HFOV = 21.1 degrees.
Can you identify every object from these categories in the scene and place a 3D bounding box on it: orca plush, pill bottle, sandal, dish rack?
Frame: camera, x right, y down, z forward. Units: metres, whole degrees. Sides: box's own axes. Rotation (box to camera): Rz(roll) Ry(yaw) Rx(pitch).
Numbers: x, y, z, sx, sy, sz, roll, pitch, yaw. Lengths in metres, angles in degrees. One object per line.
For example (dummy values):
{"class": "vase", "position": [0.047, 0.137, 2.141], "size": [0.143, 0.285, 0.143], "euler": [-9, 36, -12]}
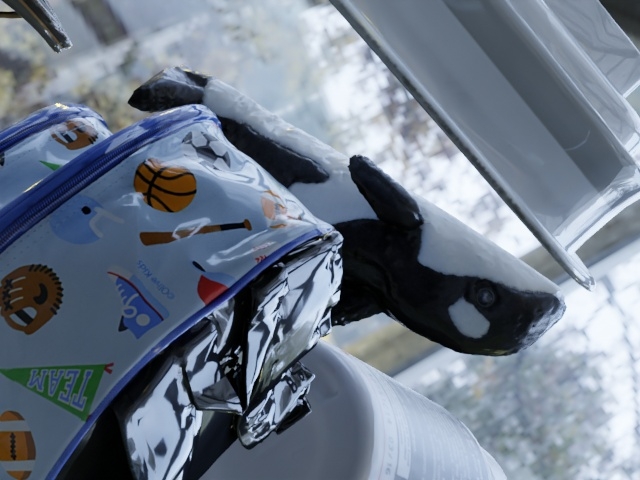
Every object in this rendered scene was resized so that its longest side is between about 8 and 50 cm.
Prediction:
{"class": "orca plush", "position": [0.000, 0.000, 1.027], "size": [0.287, 0.102, 0.151], "euler": [34, -4, 4]}
{"class": "pill bottle", "position": [0.027, 0.176, 1.225], "size": [0.161, 0.161, 0.283], "euler": [38, 3, 34]}
{"class": "sandal", "position": [-0.262, -0.196, 1.258], "size": [0.090, 0.060, 0.219], "euler": [57, 11, 27]}
{"class": "dish rack", "position": [-0.003, -0.152, 0.623], "size": [0.333, 0.072, 0.285], "euler": [47, 8, -22]}

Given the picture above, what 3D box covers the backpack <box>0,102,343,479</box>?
{"class": "backpack", "position": [-0.113, 0.052, 0.856], "size": [0.213, 0.276, 0.263], "euler": [43, -36, 3]}
